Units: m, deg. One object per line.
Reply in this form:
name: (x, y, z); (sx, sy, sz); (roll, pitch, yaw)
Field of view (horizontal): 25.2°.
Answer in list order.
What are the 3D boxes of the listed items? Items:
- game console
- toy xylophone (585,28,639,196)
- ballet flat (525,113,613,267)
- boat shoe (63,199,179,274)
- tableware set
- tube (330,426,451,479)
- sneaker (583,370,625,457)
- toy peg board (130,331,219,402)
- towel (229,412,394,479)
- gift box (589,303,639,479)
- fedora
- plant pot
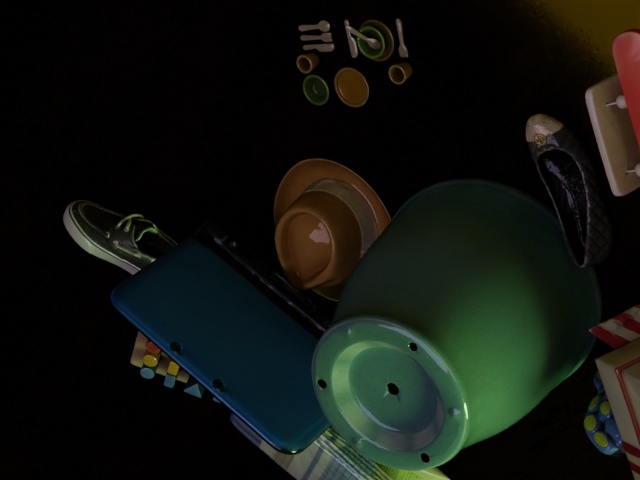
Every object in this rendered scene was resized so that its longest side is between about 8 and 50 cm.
game console: (-0.079, 0.132, 1.725); (0.293, 0.173, 0.250); (40, 168, 15)
toy xylophone: (0.394, -0.145, 1.321); (0.323, 0.081, 0.236); (-16, 102, 43)
ballet flat: (0.261, -0.053, 1.503); (0.057, 0.049, 0.173); (-19, 101, 43)
boat shoe: (-0.247, -0.001, 1.931); (0.219, 0.078, 0.070); (32, 131, 10)
tableware set: (0.035, -0.198, 1.623); (0.154, 0.024, 0.104); (4, 116, 37)
tube: (0.064, 0.259, 1.837); (0.240, 0.070, 0.062); (35, 97, 16)
sneaker: (0.323, 0.178, 1.498); (0.067, 0.188, 0.078); (-40, 92, 20)
toy peg board: (-0.170, 0.152, 1.903); (0.161, 0.079, 0.160); (19, 129, -1)
towel: (0.003, 0.285, 1.856); (0.285, 0.034, 0.209); (38, 155, 9)
gift box: (0.403, 0.180, 1.333); (0.258, 0.276, 0.255); (-152, 45, -73)
fedora: (0.000, 0.000, 1.723); (0.194, 0.079, 0.194); (20, 125, 30)
plant pot: (0.130, 0.107, 1.540); (0.272, 0.255, 0.271); (15, 123, 25)
